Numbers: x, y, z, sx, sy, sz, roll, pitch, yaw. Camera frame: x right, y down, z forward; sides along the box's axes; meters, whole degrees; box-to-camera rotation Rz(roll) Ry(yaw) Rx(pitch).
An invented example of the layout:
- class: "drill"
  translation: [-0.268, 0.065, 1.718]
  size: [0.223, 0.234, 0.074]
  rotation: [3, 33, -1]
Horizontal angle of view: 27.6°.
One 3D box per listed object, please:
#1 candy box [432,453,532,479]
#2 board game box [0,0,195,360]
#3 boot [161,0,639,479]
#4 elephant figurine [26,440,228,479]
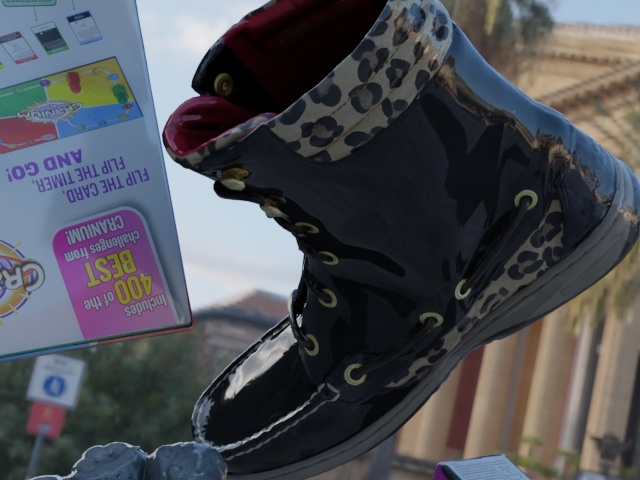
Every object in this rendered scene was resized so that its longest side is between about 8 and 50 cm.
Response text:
- class: "candy box"
  translation: [0.156, 0.286, 0.945]
  size: [0.071, 0.159, 0.233]
  rotation: [-2, 28, -32]
- class: "board game box"
  translation: [-0.227, -0.076, 0.854]
  size: [0.242, 0.316, 0.064]
  rotation: [-7, -4, -34]
- class: "boot"
  translation: [0.000, 0.000, 0.875]
  size: [0.377, 0.138, 0.284]
  rotation: [-34, -49, 18]
- class: "elephant figurine"
  translation: [-0.091, 0.249, 0.762]
  size: [0.169, 0.239, 0.186]
  rotation: [-8, 23, 6]
